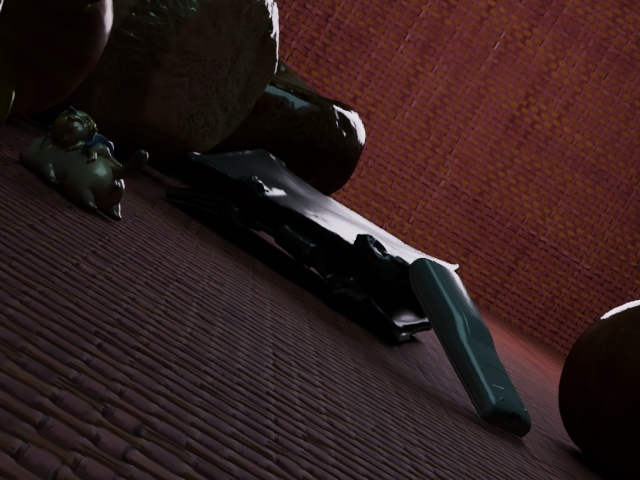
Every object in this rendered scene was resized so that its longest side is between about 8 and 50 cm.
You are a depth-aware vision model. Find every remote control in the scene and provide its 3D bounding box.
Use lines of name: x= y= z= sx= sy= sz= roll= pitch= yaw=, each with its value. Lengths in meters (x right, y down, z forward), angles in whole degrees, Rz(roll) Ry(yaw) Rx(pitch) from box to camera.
remote control: x=0.118 y=0.080 z=1.002 sx=0.061 sy=0.029 sz=0.162 roll=26 pitch=28 yaw=-42

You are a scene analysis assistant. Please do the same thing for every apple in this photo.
apple: x=0.308 y=0.143 z=1.112 sx=0.201 sy=0.162 sz=0.201 roll=30 pitch=2 yaw=-1

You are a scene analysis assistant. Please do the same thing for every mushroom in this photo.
mushroom: x=-0.110 y=-0.158 z=1.533 sx=0.345 sy=0.239 sz=0.345 roll=48 pitch=13 yaw=-15

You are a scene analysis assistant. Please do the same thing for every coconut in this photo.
coconut: x=-0.184 y=-0.206 z=1.188 sx=0.244 sy=0.239 sz=0.239 roll=34 pitch=4 yaw=25

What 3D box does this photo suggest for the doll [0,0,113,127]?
doll: x=-0.233 y=-0.173 z=0.919 sx=0.162 sy=0.167 sz=0.269 roll=29 pitch=7 yaw=-13

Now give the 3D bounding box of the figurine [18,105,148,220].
figurine: x=-0.148 y=-0.052 z=0.802 sx=0.083 sy=0.050 sz=0.047 roll=33 pitch=-2 yaw=24

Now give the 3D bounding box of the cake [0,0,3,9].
cake: x=-0.213 y=-0.069 z=0.592 sx=0.080 sy=0.116 sz=0.185 roll=21 pitch=37 yaw=-7

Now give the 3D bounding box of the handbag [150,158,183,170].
handbag: x=-0.190 y=-0.118 z=1.361 sx=0.111 sy=0.047 sz=0.072 roll=35 pitch=28 yaw=3

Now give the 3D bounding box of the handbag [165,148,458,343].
handbag: x=0.001 y=-0.002 z=1.193 sx=0.247 sy=0.079 sz=0.260 roll=31 pitch=6 yaw=11
